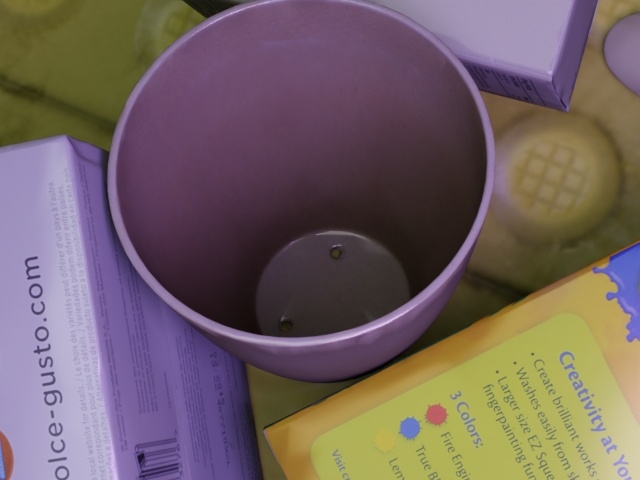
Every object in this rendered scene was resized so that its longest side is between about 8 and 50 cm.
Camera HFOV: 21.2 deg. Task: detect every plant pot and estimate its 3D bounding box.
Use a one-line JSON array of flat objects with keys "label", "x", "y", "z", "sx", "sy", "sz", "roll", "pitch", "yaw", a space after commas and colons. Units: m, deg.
[{"label": "plant pot", "x": 0.000, "y": 0.000, "z": 1.245, "sx": 0.256, "sy": 0.274, "sz": 0.257, "roll": -2, "pitch": 67, "yaw": 5}]

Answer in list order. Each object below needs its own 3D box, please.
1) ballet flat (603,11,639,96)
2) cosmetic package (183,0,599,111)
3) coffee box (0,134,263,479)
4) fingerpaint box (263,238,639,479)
[{"label": "ballet flat", "x": 0.331, "y": -0.118, "z": 1.290, "sx": 0.248, "sy": 0.086, "sz": 0.086, "roll": 23, "pitch": 91, "yaw": 14}, {"label": "cosmetic package", "x": 0.051, "y": -0.198, "z": 1.321, "sx": 0.309, "sy": 0.160, "sz": 0.113, "roll": 15, "pitch": 89, "yaw": 13}, {"label": "coffee box", "x": -0.255, "y": 0.137, "z": 1.273, "sx": 0.334, "sy": 0.338, "sz": 0.338, "roll": -10, "pitch": 83, "yaw": 13}, {"label": "fingerpaint box", "x": 0.228, "y": 0.251, "z": 1.240, "sx": 0.371, "sy": 0.163, "sz": 0.445, "roll": -28, "pitch": 82, "yaw": 8}]
